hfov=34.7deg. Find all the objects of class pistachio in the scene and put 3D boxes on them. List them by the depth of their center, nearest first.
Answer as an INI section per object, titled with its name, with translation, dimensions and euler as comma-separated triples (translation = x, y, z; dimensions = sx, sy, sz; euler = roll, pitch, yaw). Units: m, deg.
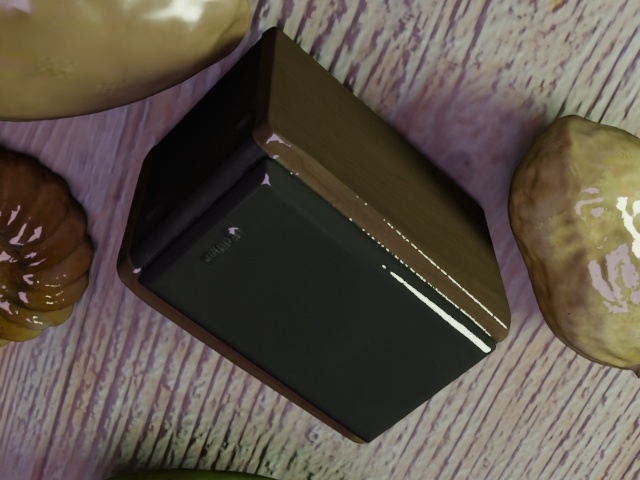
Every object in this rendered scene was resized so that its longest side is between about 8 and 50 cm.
[pistachio]
translation = -0.182, -0.154, 0.674
dimensions = 0.261, 0.162, 0.213
euler = 11, 162, -24

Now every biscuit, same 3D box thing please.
[biscuit]
translation = -0.243, 0.014, 0.821
dimensions = 0.118, 0.061, 0.183
euler = 8, 120, -3

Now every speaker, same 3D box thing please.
[speaker]
translation = 0.000, 0.000, 0.727
dimensions = 0.231, 0.192, 0.153
euler = 39, 114, -22

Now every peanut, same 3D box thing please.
[peanut]
translation = 0.210, 0.009, 0.752
dimensions = 0.129, 0.129, 0.224
euler = -26, 113, 17

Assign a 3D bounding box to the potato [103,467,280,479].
[potato]
translation = -0.079, 0.307, 0.901
dimensions = 0.304, 0.216, 0.215
euler = 22, 120, 4
